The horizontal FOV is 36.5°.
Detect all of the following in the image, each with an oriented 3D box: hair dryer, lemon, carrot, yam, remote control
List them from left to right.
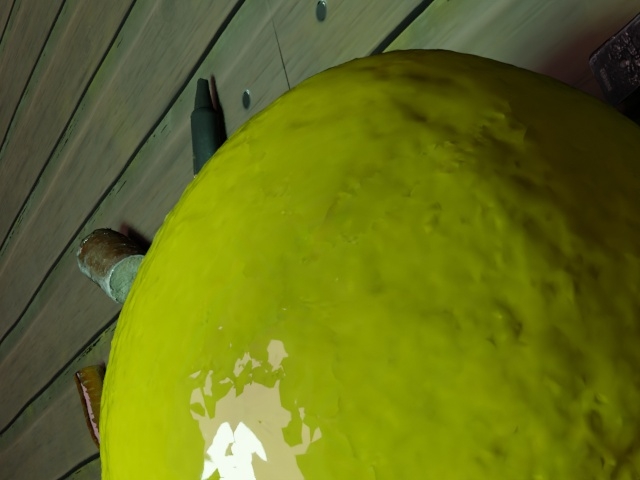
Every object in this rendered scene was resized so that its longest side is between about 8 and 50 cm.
[{"bbox_3d":[-0.325,0.254,1.417,0.048,0.048,0.139,-49,54,50],"label":"carrot"},{"bbox_3d":[-0.263,0.034,1.256,0.141,0.079,0.079,25,115,55],"label":"yam"},{"bbox_3d":[-0.109,-0.077,1.009,0.173,0.050,0.195,1,89,56],"label":"hair dryer"},{"bbox_3d":[0.055,0.074,0.493,0.348,0.348,0.348,12,104,58],"label":"lemon"},{"bbox_3d":[0.189,-0.113,0.536,0.096,0.014,0.039,-46,55,50],"label":"remote control"}]
